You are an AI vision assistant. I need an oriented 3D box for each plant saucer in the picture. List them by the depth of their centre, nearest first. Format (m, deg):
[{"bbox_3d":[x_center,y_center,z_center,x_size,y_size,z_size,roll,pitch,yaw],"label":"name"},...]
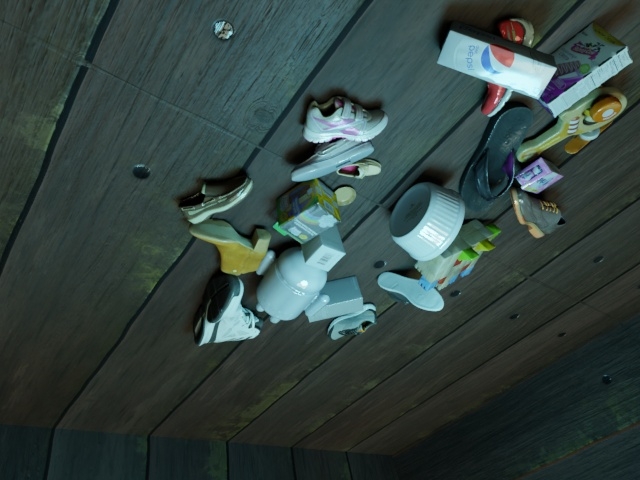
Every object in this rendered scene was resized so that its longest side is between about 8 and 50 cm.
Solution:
[{"bbox_3d":[0.080,-0.156,1.628,0.084,0.015,0.083,-8,138,-7],"label":"plant saucer"}]

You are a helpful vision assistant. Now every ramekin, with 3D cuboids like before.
[{"bbox_3d":[0.351,-0.077,1.618,0.127,0.272,0.273,28,124,-21],"label":"ramekin"}]

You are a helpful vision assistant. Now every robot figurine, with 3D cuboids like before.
[{"bbox_3d":[-0.108,0.162,1.778,0.300,0.199,0.353,37,124,-1],"label":"robot figurine"}]

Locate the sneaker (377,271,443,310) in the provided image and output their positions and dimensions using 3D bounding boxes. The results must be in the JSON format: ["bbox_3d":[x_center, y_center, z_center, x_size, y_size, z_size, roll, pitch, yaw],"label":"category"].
[{"bbox_3d":[0.391,0.226,1.978,0.104,0.296,0.147,-61,146,-11],"label":"sneaker"}]

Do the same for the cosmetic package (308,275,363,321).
[{"bbox_3d":[0.052,0.243,1.967,0.238,0.127,0.107,-15,137,-2],"label":"cosmetic package"}]

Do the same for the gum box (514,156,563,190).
[{"bbox_3d":[0.764,-0.225,1.653,0.107,0.062,0.189,-39,156,33],"label":"gum box"}]

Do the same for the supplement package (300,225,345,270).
[{"bbox_3d":[0.000,0.000,1.651,0.105,0.179,0.105,20,127,-32],"label":"supplement package"}]

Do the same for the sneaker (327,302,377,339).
[{"bbox_3d":[0.143,0.392,2.166,0.272,0.107,0.100,-35,136,23],"label":"sneaker"}]

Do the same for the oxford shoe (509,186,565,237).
[{"bbox_3d":[0.814,-0.123,1.771,0.133,0.129,0.364,-21,151,34],"label":"oxford shoe"}]

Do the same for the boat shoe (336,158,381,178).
[{"bbox_3d":[0.121,-0.228,1.530,0.170,0.059,0.063,1,135,-17],"label":"boat shoe"}]

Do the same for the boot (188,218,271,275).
[{"bbox_3d":[-0.331,0.037,1.658,0.296,0.104,0.211,8,135,-25],"label":"boot"}]

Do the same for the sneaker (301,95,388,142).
[{"bbox_3d":[0.073,-0.352,1.353,0.253,0.102,0.111,-8,139,-8],"label":"sneaker"}]

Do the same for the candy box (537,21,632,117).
[{"bbox_3d":[0.723,-0.486,1.348,0.233,0.159,0.071,-37,134,22],"label":"candy box"}]

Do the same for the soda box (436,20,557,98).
[{"bbox_3d":[0.460,-0.476,1.242,0.287,0.098,0.091,22,133,4],"label":"soda box"}]

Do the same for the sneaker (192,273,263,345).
[{"bbox_3d":[-0.334,0.275,1.898,0.258,0.169,0.447,3,144,-31],"label":"sneaker"}]

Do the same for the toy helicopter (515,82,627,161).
[{"bbox_3d":[0.817,-0.367,1.556,0.235,0.140,0.355,17,140,-42],"label":"toy helicopter"}]

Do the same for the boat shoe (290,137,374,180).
[{"bbox_3d":[0.026,-0.263,1.443,0.268,0.088,0.096,-23,172,6],"label":"boat shoe"}]

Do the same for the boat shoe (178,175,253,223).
[{"bbox_3d":[-0.334,-0.140,1.476,0.258,0.095,0.095,-29,130,16],"label":"boat shoe"}]

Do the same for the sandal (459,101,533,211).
[{"bbox_3d":[0.591,-0.248,1.605,0.168,0.107,0.445,-6,137,-9],"label":"sandal"}]

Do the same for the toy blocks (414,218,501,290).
[{"bbox_3d":[0.503,0.079,1.854,0.382,0.190,0.260,-21,145,-31],"label":"toy blocks"}]

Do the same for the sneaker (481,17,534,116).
[{"bbox_3d":[0.500,-0.492,1.347,0.119,0.107,0.278,9,132,1],"label":"sneaker"}]

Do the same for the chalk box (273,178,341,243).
[{"bbox_3d":[-0.060,-0.090,1.571,0.213,0.131,0.132,-29,137,25],"label":"chalk box"}]
